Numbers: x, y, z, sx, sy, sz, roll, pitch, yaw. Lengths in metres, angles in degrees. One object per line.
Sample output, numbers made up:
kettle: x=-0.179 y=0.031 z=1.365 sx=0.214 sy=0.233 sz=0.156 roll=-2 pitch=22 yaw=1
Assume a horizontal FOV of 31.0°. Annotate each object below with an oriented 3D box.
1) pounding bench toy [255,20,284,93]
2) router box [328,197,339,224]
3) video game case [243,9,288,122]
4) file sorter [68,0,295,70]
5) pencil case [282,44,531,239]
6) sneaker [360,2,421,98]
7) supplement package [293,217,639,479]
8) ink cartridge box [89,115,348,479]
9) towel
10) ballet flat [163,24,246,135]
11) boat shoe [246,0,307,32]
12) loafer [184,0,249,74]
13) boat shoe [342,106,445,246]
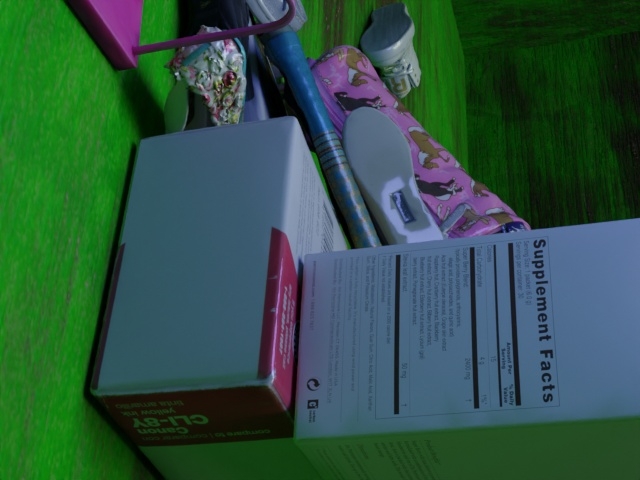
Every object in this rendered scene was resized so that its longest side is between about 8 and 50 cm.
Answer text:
pounding bench toy: x=-0.059 y=-0.237 z=1.483 sx=0.083 sy=0.052 sz=0.065 roll=68 pitch=20 yaw=-47
router box: x=0.000 y=0.000 z=1.637 sx=0.092 sy=0.038 sz=0.122 roll=49 pitch=36 yaw=-65
video game case: x=-0.046 y=-0.079 z=1.370 sx=0.300 sy=0.036 sz=0.329 roll=-101 pitch=173 yaw=-48
file sorter: x=-0.122 y=-0.335 z=0.999 sx=0.202 sy=0.182 sz=0.290 roll=59 pitch=28 yaw=-59
pencil case: x=0.103 y=-0.086 z=1.515 sx=0.386 sy=0.160 sz=0.167 roll=51 pitch=-27 yaw=27
sneaker: x=0.152 y=-0.355 z=2.287 sx=0.292 sy=0.108 sz=0.169 roll=-72 pitch=149 yaw=-63
supplement package: x=0.144 y=0.110 z=0.957 sx=0.177 sy=0.293 sz=0.175 roll=63 pitch=25 yaw=-54
ink cartridge box: x=-0.053 y=0.116 z=1.106 sx=0.384 sy=0.160 sz=0.279 roll=66 pitch=21 yaw=-50
towel: x=0.025 y=-0.047 z=1.326 sx=0.271 sy=0.040 sz=0.370 roll=60 pitch=8 yaw=-82
ballet flat: x=-0.117 y=-0.103 z=1.118 sx=0.077 sy=0.091 sz=0.241 roll=-34 pitch=147 yaw=-28
boat shoe: x=-0.074 y=-0.381 z=1.324 sx=0.118 sy=0.103 sz=0.320 roll=-90 pitch=161 yaw=-63
loafer: x=-0.106 y=-0.216 z=1.229 sx=0.078 sy=0.076 sz=0.223 roll=39 pitch=42 yaw=-59
boat shoe: x=0.079 y=-0.046 z=1.369 sx=0.081 sy=0.079 sz=0.227 roll=120 pitch=-50 yaw=-65
